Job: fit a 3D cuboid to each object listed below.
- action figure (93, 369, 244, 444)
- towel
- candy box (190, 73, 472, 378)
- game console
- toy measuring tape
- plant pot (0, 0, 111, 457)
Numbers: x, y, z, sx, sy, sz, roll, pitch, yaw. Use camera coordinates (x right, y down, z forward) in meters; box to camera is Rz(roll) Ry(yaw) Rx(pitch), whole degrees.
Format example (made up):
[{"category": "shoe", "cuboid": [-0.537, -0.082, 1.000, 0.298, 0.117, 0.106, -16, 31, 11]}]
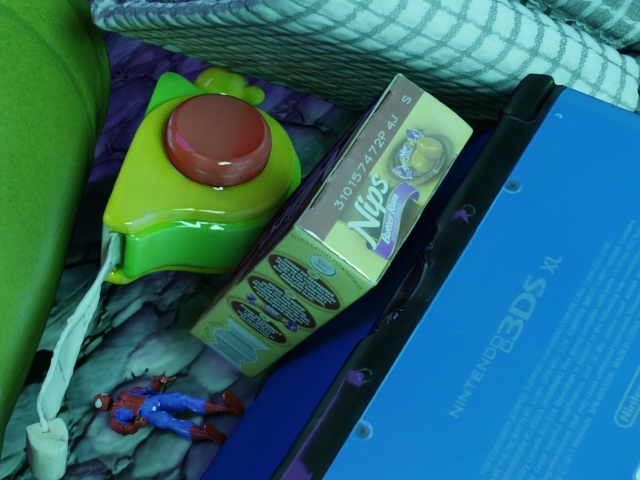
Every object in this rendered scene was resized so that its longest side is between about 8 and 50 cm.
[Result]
[{"category": "action figure", "cuboid": [-0.100, 0.103, 0.722, 0.115, 0.030, 0.038, -4, 50, 42]}, {"category": "towel", "cuboid": [0.027, -0.155, 0.711, 0.283, 0.235, 0.121, 13, 89, 57]}, {"category": "candy box", "cuboid": [0.000, 0.000, 0.644, 0.109, 0.053, 0.187, -56, 5, -28]}, {"category": "game console", "cuboid": [0.078, 0.080, 0.592, 0.250, 0.173, 0.293, 25, 64, 19]}, {"category": "toy measuring tape", "cuboid": [-0.082, 0.009, 0.744, 0.121, 0.121, 0.330, -15, 43, 29]}, {"category": "plant pot", "cuboid": [-0.328, 0.005, 0.793, 0.366, 0.366, 0.353, -24, 47, 18]}]
